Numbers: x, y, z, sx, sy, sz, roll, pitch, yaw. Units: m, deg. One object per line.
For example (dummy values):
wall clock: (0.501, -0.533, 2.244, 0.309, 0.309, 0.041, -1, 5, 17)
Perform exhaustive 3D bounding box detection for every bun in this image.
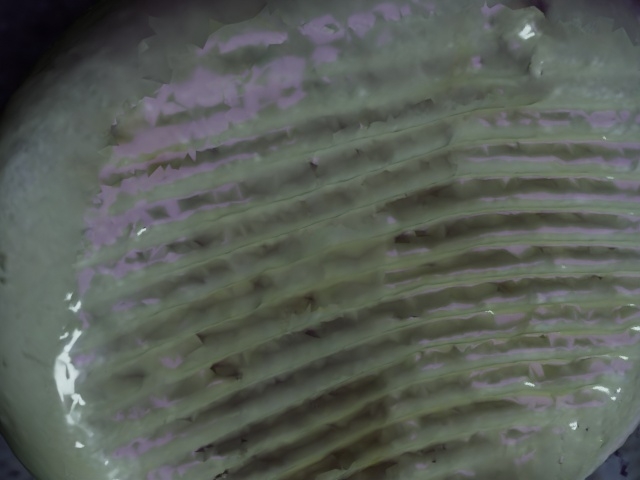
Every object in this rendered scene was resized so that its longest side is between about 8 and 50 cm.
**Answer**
bun: (0.000, 0.000, 0.481, 0.231, 0.133, 0.231, -10, 114, -23)
